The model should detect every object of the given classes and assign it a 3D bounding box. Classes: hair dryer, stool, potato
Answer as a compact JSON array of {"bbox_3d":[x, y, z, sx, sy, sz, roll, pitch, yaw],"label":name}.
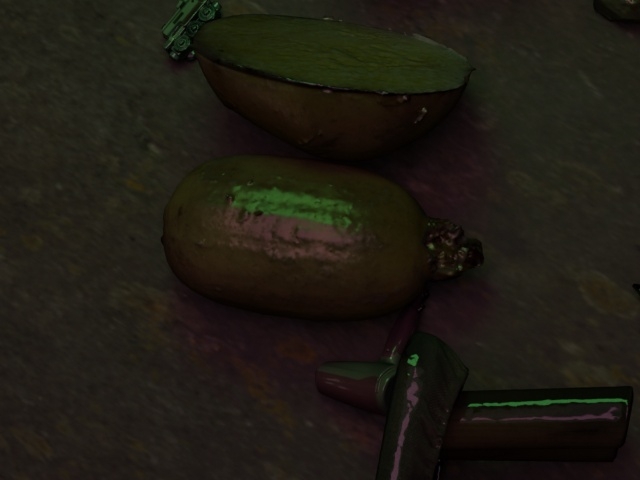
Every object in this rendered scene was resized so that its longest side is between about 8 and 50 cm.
[{"bbox_3d":[0.073,0.113,1.903,0.106,0.054,0.154,13,57,46],"label":"hair dryer"},{"bbox_3d":[0.165,0.262,1.729,0.226,0.310,0.310,9,81,10],"label":"stool"},{"bbox_3d":[0.010,-0.159,1.916,0.299,0.239,0.116,11,119,6],"label":"potato"}]

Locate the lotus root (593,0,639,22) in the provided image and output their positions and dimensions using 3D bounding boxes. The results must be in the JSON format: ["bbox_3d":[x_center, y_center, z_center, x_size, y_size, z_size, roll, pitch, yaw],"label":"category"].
[{"bbox_3d":[0.384,-0.295,1.938,0.144,0.070,0.143,21,82,12],"label":"lotus root"}]

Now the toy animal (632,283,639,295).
[{"bbox_3d":[0.454,0.031,1.850,0.244,0.087,0.260,-26,78,1],"label":"toy animal"}]

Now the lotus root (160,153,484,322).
[{"bbox_3d":[0.000,0.000,1.890,0.343,0.151,0.169,7,77,10],"label":"lotus root"}]

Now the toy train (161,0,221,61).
[{"bbox_3d":[-0.149,-0.242,2.027,0.053,0.033,0.083,39,86,19],"label":"toy train"}]
